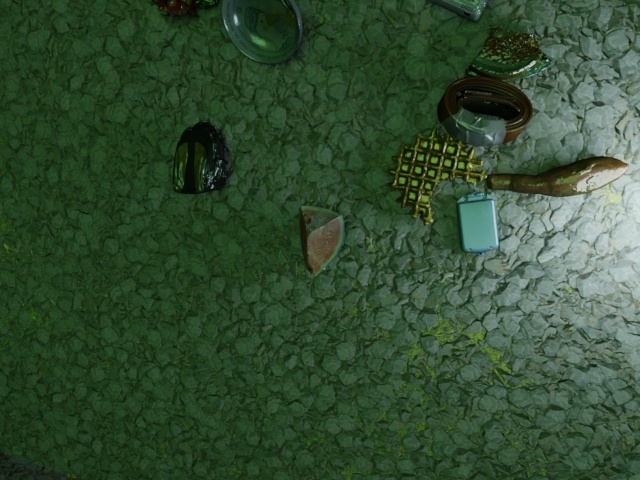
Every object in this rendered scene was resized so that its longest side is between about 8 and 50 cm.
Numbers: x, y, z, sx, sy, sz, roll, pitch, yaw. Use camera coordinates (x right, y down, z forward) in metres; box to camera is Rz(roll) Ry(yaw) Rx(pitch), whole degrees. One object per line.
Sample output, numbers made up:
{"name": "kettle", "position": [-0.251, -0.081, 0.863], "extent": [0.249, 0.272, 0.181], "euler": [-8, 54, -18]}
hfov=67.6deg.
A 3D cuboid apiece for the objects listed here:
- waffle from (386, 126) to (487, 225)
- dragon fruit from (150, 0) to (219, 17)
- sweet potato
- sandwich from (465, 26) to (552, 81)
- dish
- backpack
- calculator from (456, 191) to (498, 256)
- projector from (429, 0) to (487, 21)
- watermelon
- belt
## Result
{"name": "waffle", "position": [0.356, -0.219, 1.533], "extent": [0.293, 0.069, 0.259], "euler": [-38, 85, 16]}
{"name": "dragon fruit", "position": [-0.459, -0.829, 1.608], "extent": [0.236, 0.135, 0.137], "euler": [-8, 98, -6]}
{"name": "sweet potato", "position": [0.705, -0.178, 1.437], "extent": [0.385, 0.109, 0.109], "euler": [-8, 97, 20]}
{"name": "sandwich", "position": [0.565, -0.544, 1.419], "extent": [0.235, 0.079, 0.159], "euler": [16, 102, 11]}
{"name": "dish", "position": [-0.170, -0.726, 1.541], "extent": [0.274, 0.133, 0.273], "euler": [16, 142, 12]}
{"name": "backpack", "position": [-0.424, -0.290, 1.686], "extent": [0.206, 0.133, 0.258], "euler": [4, 94, 22]}
{"name": "calculator", "position": [0.503, -0.051, 1.536], "extent": [0.121, 0.039, 0.210], "euler": [-7, 98, 16]}
{"name": "projector", "position": [0.441, -0.808, 1.397], "extent": [0.192, 0.099, 0.256], "euler": [30, 104, 9]}
{"name": "watermelon", "position": [0.010, -0.008, 1.643], "extent": [0.146, 0.128, 0.231], "euler": [-8, 113, -12]}
{"name": "belt", "position": [0.486, -0.381, 1.428], "extent": [0.262, 0.105, 0.184], "euler": [10, 78, 2]}
